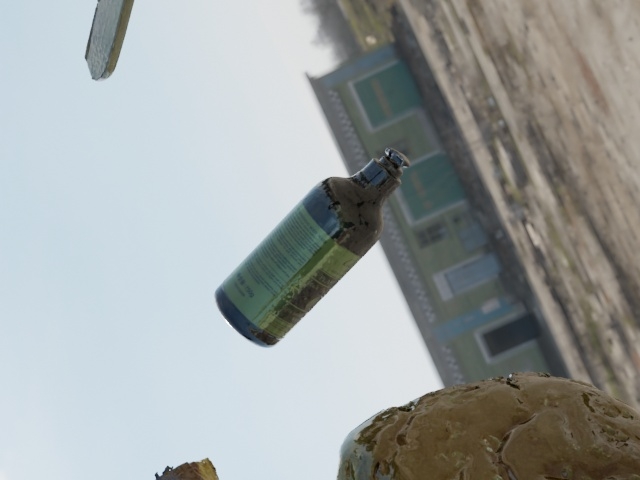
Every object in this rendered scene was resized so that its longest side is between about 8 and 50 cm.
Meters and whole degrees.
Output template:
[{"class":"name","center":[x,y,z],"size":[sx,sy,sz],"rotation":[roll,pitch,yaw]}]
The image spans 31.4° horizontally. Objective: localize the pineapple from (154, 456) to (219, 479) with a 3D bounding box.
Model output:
[{"class":"pineapple","center":[-0.155,0.305,1.360],"size":[0.116,0.069,0.137],"rotation":[56,-177,-32]}]

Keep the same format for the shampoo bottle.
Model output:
[{"class":"shampoo bottle","center":[0.000,0.000,1.342],"size":[0.101,0.284,0.101],"rotation":[42,-168,-11]}]

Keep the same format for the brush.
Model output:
[{"class":"brush","center":[-0.153,-0.283,0.981],"size":[0.020,0.336,0.085],"rotation":[-5,-137,-38]}]

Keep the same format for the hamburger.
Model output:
[{"class":"hamburger","center":[0.145,0.191,0.726],"size":[0.285,0.266,0.134],"rotation":[-125,25,-43]}]
